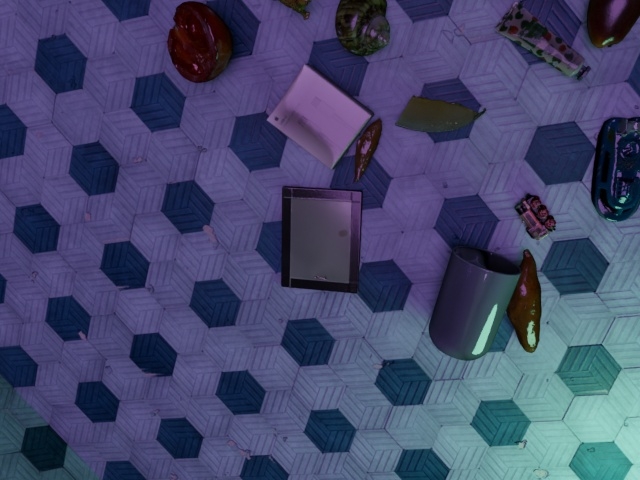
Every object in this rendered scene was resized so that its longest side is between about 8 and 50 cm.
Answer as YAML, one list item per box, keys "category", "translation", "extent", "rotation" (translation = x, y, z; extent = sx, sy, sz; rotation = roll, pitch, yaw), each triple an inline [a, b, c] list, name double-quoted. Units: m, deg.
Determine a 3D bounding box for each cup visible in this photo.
- category: "cup"
  translation: [0.452, 0.191, 1.681]
  extent: [0.206, 0.205, 0.312]
  rotation: [17, 109, 6]

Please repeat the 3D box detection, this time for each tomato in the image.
- category: "tomato"
  translation: [-0.339, -0.587, 1.649]
  extent: [0.200, 0.140, 0.233]
  rotation: [55, 141, 0]

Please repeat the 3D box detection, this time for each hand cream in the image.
- category: "hand cream"
  translation: [0.616, -0.537, 1.529]
  extent: [0.276, 0.059, 0.095]
  rotation: [38, 106, 3]

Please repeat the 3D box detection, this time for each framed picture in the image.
- category: "framed picture"
  translation: [0.000, 0.000, 1.809]
  extent: [0.265, 0.016, 0.346]
  rotation: [3, 105, 9]

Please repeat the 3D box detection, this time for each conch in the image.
- category: "conch"
  translation: [0.126, -0.615, 1.562]
  extent: [0.181, 0.124, 0.187]
  rotation: [36, 100, -4]

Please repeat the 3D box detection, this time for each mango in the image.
- category: "mango"
  translation: [0.779, -0.635, 1.443]
  extent: [0.133, 0.111, 0.267]
  rotation: [28, 104, 14]

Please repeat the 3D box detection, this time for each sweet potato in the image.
- category: "sweet potato"
  translation: [0.136, -0.274, 1.683]
  extent: [0.068, 0.060, 0.205]
  rotation: [10, 103, -27]
- category: "sweet potato"
  translation: [0.619, 0.197, 1.701]
  extent: [0.112, 0.112, 0.358]
  rotation: [-1, 108, 11]

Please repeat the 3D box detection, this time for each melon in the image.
- category: "melon"
  translation: [0.351, -0.370, 1.638]
  extent: [0.262, 0.053, 0.113]
  rotation: [1, 87, 6]

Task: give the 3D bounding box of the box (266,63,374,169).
- category: "box"
  translation: [0.002, -0.368, 1.664]
  extent: [0.252, 0.106, 0.203]
  rotation: [38, 110, 0]

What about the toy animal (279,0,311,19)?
- category: "toy animal"
  translation: [-0.102, -0.699, 1.573]
  extent: [0.182, 0.136, 0.073]
  rotation: [30, 108, 2]

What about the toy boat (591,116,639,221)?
- category: "toy boat"
  translation: [0.849, -0.194, 1.562]
  extent: [0.134, 0.092, 0.298]
  rotation: [0, 104, 7]

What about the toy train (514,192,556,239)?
- category: "toy train"
  translation: [0.634, -0.072, 1.654]
  extent: [0.087, 0.050, 0.138]
  rotation: [-36, 96, 21]
